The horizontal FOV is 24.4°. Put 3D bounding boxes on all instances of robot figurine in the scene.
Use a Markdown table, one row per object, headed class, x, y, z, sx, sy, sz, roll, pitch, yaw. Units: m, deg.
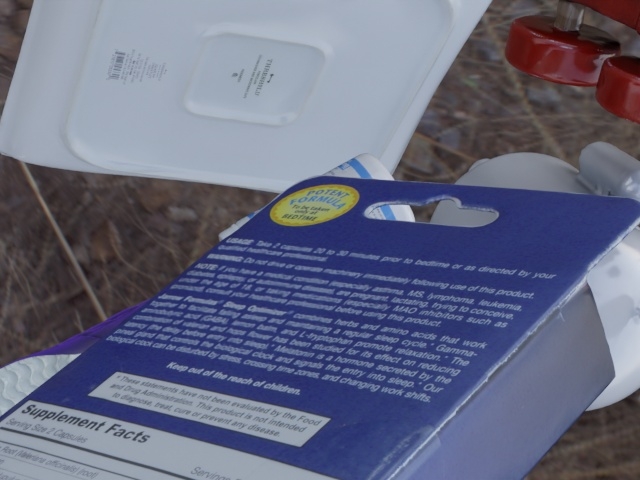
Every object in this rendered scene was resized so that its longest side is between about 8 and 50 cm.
| class | x | y | z | sx | sy | sz | roll | pitch | yaw |
| --- | --- | --- | --- | --- | --- | --- | --- | --- | --- |
| robot figurine | 0.228 | 0.038 | 1.480 | 0.199 | 0.353 | 0.300 | 22 | 108 | -22 |

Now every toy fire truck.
| class | x | y | z | sx | sy | sz | roll | pitch | yaw |
| --- | --- | --- | --- | --- | --- | --- | --- | --- | --- |
| toy fire truck | 0.319 | -0.203 | 1.247 | 0.254 | 0.302 | 0.169 | -4 | 115 | -31 |

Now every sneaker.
| class | x | y | z | sx | sy | sz | roll | pitch | yaw |
| --- | --- | --- | --- | --- | --- | --- | --- | --- | --- |
| sneaker | -0.206 | 0.132 | 1.357 | 0.293 | 0.146 | 0.102 | -26 | 90 | -20 |

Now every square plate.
| class | x | y | z | sx | sy | sz | roll | pitch | yaw |
| --- | --- | --- | --- | --- | --- | --- | --- | --- | --- |
| square plate | -0.054 | -0.139 | 1.145 | 0.344 | 0.347 | 0.049 | 6 | 53 | -19 |

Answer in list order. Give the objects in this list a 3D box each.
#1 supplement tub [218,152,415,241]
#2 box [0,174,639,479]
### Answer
| class | x | y | z | sx | sy | sz | roll | pitch | yaw |
| --- | --- | --- | --- | --- | --- | --- | --- | --- | --- |
| supplement tub | 0.000 | 0.000 | 0.901 | 0.107 | 0.071 | 0.071 | -28 | 105 | -8 |
| box | -0.024 | 0.055 | 0.367 | 0.225 | 0.136 | 0.036 | -40 | 121 | -34 |
